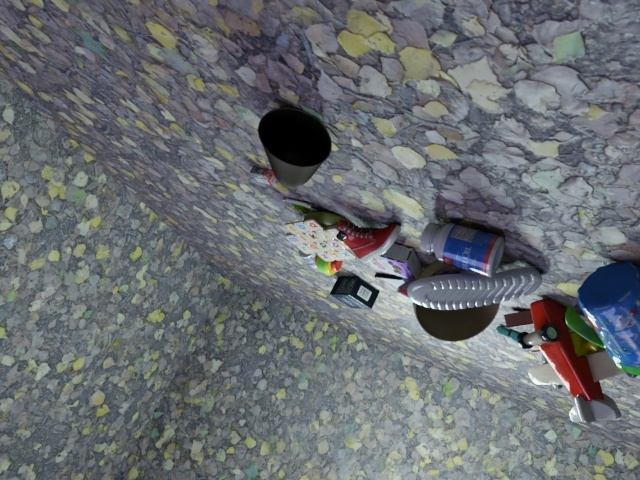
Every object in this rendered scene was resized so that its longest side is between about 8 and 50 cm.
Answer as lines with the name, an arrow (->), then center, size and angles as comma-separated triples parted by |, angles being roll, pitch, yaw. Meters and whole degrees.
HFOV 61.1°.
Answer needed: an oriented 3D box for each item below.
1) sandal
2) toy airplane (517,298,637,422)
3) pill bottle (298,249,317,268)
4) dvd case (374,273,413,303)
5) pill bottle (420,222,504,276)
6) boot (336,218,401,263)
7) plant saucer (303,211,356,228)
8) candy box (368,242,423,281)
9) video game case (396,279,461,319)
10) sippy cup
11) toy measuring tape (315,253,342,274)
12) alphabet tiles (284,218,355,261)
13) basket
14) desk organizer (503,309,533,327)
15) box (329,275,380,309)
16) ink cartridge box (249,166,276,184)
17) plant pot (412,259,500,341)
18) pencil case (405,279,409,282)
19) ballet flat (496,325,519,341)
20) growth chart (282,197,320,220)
sandal -> 0.463, 0.130, 1.667 | 0.416, 0.102, 0.169 | -2, 139, -7
toy airplane -> 0.861, 0.398, 1.773 | 0.386, 0.272, 0.384 | 29, 137, 47
pill bottle -> -0.043, 0.075, 2.530 | 0.078, 0.078, 0.137 | 18, 161, 29
dvd case -> 0.379, 0.222, 2.413 | 0.253, 0.022, 0.180 | 37, 160, -29
pill bottle -> 0.413, 0.019, 1.594 | 0.222, 0.124, 0.124 | 18, 160, 29
boot -> 0.155, -0.028, 1.887 | 0.176, 0.088, 0.244 | 43, 143, -7
plant saucer -> 0.043, -0.028, 2.096 | 0.241, 0.037, 0.241 | 17, 154, 9
candy box -> 0.269, 0.069, 2.049 | 0.196, 0.070, 0.165 | 16, 160, 32
video game case -> 0.448, 0.218, 2.022 | 0.285, 0.025, 0.204 | 27, -156, 24
sippy cup -> 0.785, 0.180, 1.371 | 0.224, 0.305, 0.240 | 43, -157, -14
toy measuring tape -> 0.011, 0.068, 2.338 | 0.121, 0.121, 0.330 | 17, 165, 31
alphabet tiles -> 0.000, 0.000, 2.114 | 0.284, 0.021, 0.278 | -7, 143, 44
basket -> -0.076, -0.247, 1.533 | 0.204, 0.154, 0.227 | 28, 167, 2
desk organizer -> 0.744, 0.286, 1.991 | 0.047, 0.050, 0.130 | -1, 166, -39
box -> 0.168, 0.260, 2.698 | 0.153, 0.108, 0.207 | 34, 162, -21
ink cartridge box -> -0.193, -0.230, 1.953 | 0.115, 0.029, 0.063 | 16, 159, 34
plant pot -> 0.436, 0.170, 1.835 | 0.284, 0.284, 0.191 | 32, -166, -14
pencil case -> 0.418, 0.215, 2.251 | 0.152, 0.070, 0.064 | 24, 163, 9
ballet flat -> 0.786, 0.385, 2.257 | 0.114, 0.041, 0.041 | 25, 163, 10
growth chart -> -0.035, -0.093, 2.131 | 0.172, 0.021, 0.237 | 11, 156, 46
